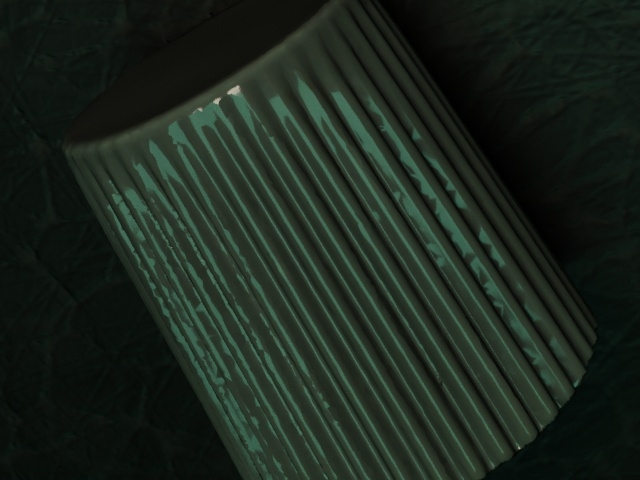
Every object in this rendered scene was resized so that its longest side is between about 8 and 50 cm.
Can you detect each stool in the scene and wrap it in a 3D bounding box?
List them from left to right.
[{"bbox_3d":[0.000,0.000,1.350,0.297,0.297,0.330,-25,108,23],"label":"stool"}]
